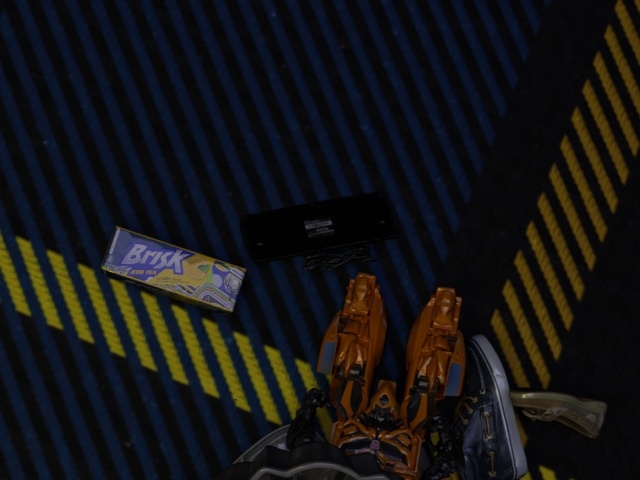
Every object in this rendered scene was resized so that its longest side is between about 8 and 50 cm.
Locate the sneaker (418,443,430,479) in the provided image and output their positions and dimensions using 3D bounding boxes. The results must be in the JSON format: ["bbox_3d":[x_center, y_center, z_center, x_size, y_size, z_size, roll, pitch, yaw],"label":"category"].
[{"bbox_3d":[0.102,0.325,1.726,0.102,0.111,0.252,-12,78,-9],"label":"sneaker"}]

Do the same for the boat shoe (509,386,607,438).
[{"bbox_3d":[0.290,0.210,1.781,0.153,0.056,0.048,15,83,-39],"label":"boat shoe"}]

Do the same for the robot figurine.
[{"bbox_3d":[0.075,0.183,1.715,0.211,0.085,0.291,9,55,6],"label":"robot figurine"}]

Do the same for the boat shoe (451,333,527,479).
[{"bbox_3d":[0.190,0.211,1.784,0.083,0.065,0.183,-14,83,-11],"label":"boat shoe"}]

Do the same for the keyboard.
[{"bbox_3d":[0.000,0.000,1.823,0.192,0.038,0.100,-10,58,-8],"label":"keyboard"}]

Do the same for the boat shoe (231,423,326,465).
[{"bbox_3d":[-0.104,0.347,1.702,0.118,0.103,0.320,45,78,2],"label":"boat shoe"}]

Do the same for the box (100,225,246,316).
[{"bbox_3d":[-0.179,0.038,1.775,0.168,0.054,0.059,18,78,-3],"label":"box"}]

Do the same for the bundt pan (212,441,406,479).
[{"bbox_3d":[-0.013,0.360,1.587,0.330,0.124,0.331,-1,109,-2],"label":"bundt pan"}]
